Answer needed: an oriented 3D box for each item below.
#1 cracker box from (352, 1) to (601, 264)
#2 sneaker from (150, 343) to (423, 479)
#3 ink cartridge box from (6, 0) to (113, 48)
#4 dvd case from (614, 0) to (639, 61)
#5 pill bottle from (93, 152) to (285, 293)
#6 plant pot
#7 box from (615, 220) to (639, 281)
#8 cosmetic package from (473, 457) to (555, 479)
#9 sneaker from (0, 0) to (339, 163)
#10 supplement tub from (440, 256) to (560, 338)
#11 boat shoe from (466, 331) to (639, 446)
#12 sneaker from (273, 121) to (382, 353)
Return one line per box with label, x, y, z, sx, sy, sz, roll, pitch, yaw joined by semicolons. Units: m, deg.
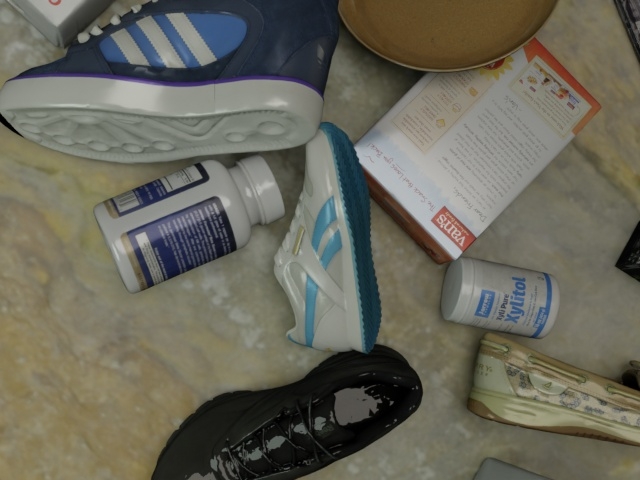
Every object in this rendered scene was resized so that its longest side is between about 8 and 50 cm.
cracker box;0.154;-0.110;1.103;0.156;0.067;0.232;46;78;-2
sneaker;-0.031;0.181;1.014;0.286;0.130;0.109;-28;93;-10
ink cartridge box;-0.238;-0.307;1.041;0.139;0.082;0.191;43;78;-5
dvd case;0.430;-0.299;1.195;0.221;0.018;0.164;-22;88;-11
pill bottle;-0.125;-0.022;1.031;0.169;0.094;0.094;-23;90;-11
plant pot;0.130;-0.267;1.091;0.236;0.032;0.236;-3;66;7
box;0.374;0.022;1.141;0.083;0.052;0.062;32;81;-7
cosmetic package;0.141;0.445;0.974;0.161;0.230;0.453;34;81;-7
sneaker;-0.141;-0.208;1.030;0.322;0.130;0.236;0;69;11
supplement tub;0.185;0.059;1.094;0.107;0.071;0.071;11;84;-10
boat shoe;0.296;0.158;1.089;0.285;0.104;0.089;9;86;-9
sneaker;0.000;0.000;1.034;0.092;0.087;0.229;-1;101;19
